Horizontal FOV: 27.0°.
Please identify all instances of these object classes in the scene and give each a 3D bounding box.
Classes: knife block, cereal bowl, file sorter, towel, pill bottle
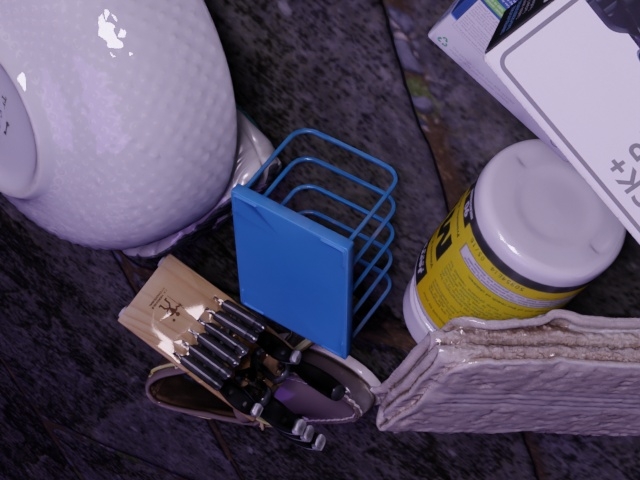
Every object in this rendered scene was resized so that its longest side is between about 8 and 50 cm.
[{"bbox_3d":[-0.083,0.124,1.374,0.242,0.088,0.275,37,172,4],"label":"knife block"},{"bbox_3d":[-0.233,-0.135,1.152,0.339,0.141,0.339,30,137,33],"label":"cereal bowl"},{"bbox_3d":[0.000,0.000,1.202,0.118,0.104,0.170,27,148,19],"label":"file sorter"},{"bbox_3d":[0.194,0.111,1.066,0.282,0.049,0.187,4,155,-16],"label":"towel"},{"bbox_3d":[0.144,0.019,1.057,0.119,0.119,0.208,37,149,3],"label":"pill bottle"}]

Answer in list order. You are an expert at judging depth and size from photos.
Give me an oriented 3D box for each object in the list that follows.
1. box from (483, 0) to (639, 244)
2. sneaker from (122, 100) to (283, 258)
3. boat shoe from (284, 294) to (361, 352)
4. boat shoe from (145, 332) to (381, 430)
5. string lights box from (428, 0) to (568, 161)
[{"bbox_3d":[0.245,-0.124,0.653,0.290,0.087,0.169,-36,102,27],"label":"box"},{"bbox_3d":[-0.127,-0.061,1.293,0.110,0.107,0.275,59,144,3],"label":"sneaker"},{"bbox_3d":[-0.004,0.075,1.365,0.049,0.056,0.152,52,149,3],"label":"boat shoe"},{"bbox_3d":[-0.070,0.165,1.503,0.324,0.096,0.116,7,137,42],"label":"boat shoe"},{"bbox_3d":[0.189,-0.160,0.813,0.133,0.077,0.260,42,150,-6],"label":"string lights box"}]
